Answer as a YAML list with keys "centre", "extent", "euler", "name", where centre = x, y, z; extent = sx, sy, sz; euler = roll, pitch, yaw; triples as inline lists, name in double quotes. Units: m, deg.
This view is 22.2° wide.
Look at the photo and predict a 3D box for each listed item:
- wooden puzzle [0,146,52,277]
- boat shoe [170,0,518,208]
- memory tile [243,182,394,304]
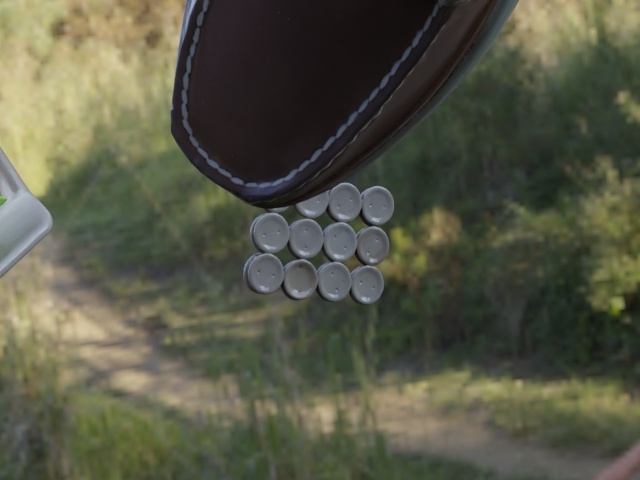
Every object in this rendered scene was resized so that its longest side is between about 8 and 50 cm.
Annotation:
- centre: [-0.294, -0.045, 0.999]
  extent: [0.044, 0.238, 0.221]
  euler: [-15, 25, 46]
  name: "wooden puzzle"
- centre: [0.033, -0.149, 0.533]
  extent: [0.123, 0.324, 0.116]
  euler: [33, 21, 10]
  name: "boat shoe"
- centre: [0.000, 0.000, 1.484]
  extent: [0.148, 0.113, 0.012]
  euler: [7, -2, -33]
  name: "memory tile"
